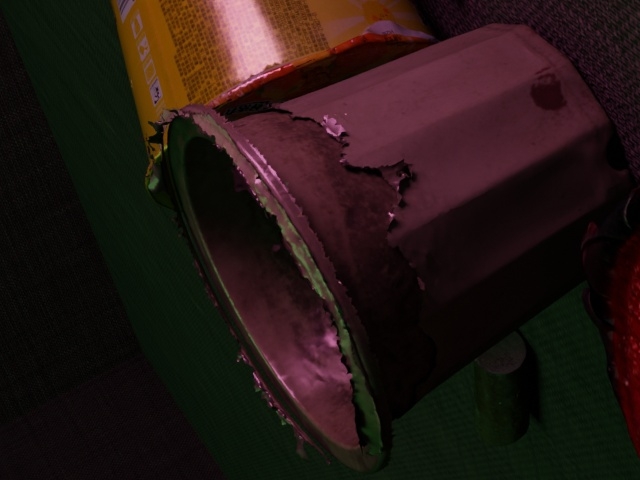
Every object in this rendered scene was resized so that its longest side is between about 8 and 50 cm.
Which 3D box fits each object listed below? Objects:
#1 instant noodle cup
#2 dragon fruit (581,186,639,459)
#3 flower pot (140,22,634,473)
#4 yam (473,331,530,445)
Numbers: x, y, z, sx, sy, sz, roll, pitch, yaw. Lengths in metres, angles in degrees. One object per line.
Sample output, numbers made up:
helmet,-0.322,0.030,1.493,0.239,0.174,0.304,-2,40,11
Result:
instant noodle cup,-0.044,-0.165,1.409,0.264,0.264,0.200,96,152,-69
dragon fruit,0.249,0.077,1.032,0.282,0.100,0.343,57,164,31
flower pot,0.057,-0.018,1.229,0.290,0.259,0.290,55,164,24
yam,0.162,0.131,1.620,0.054,0.054,0.132,54,164,35
